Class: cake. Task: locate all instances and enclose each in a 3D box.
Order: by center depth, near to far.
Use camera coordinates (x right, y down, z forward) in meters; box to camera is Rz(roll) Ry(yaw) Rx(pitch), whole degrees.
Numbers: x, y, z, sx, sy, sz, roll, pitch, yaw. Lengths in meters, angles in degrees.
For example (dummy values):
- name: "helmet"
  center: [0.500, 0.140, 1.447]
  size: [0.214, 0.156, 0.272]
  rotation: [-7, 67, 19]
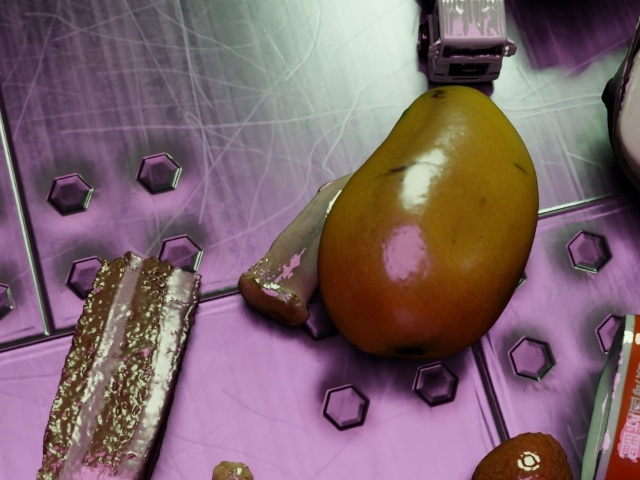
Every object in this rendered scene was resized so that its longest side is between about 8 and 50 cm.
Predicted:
- name: "cake"
  center: [-0.205, 0.147, 1.461]
  size: [0.116, 0.113, 0.295]
  rotation: [13, 57, 0]

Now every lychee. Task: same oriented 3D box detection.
- name: "lychee"
  center: [0.204, 0.257, 1.417]
  size: [0.114, 0.101, 0.140]
  rotation: [18, 50, 3]

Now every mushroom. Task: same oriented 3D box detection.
- name: "mushroom"
  center: [0.000, 0.000, 1.524]
  size: [0.084, 0.071, 0.209]
  rotation: [37, 69, 4]

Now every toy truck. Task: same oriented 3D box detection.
- name: "toy truck"
  center: [0.160, -0.306, 1.607]
  size: [0.101, 0.125, 0.243]
  rotation: [-1, 72, -4]

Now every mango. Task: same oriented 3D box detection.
- name: "mango"
  center: [0.119, -0.019, 1.475]
  size: [0.211, 0.173, 0.317]
  rotation: [33, 63, -13]

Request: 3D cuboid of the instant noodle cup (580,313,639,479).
- name: "instant noodle cup"
  center: [0.418, 0.209, 1.379]
  size: [0.307, 0.294, 0.294]
  rotation: [12, 70, 9]

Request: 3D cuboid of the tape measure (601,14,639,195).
- name: "tape measure"
  center: [0.406, -0.135, 1.540]
  size: [0.271, 0.133, 0.231]
  rotation: [40, 90, 7]

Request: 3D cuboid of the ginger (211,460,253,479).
- name: "ginger"
  center: [-0.028, 0.313, 1.420]
  size: [0.176, 0.052, 0.193]
  rotation: [-2, 78, -3]
